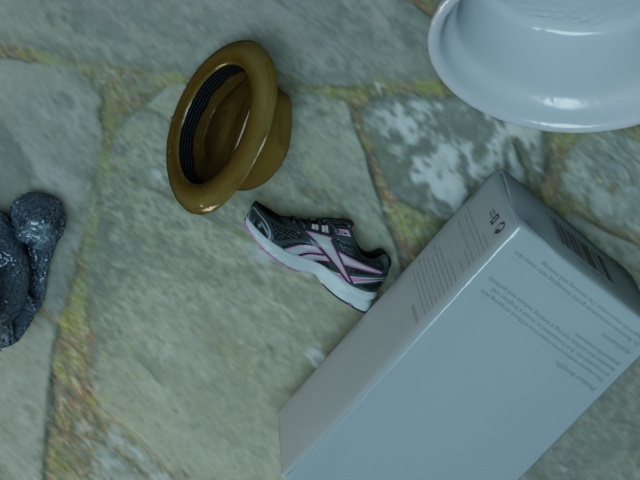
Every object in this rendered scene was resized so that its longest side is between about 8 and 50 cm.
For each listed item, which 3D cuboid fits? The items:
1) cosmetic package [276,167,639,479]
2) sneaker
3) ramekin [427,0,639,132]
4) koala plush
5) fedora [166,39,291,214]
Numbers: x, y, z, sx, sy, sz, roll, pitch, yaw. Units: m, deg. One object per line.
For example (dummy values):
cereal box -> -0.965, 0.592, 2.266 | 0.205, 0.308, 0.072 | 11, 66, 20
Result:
cosmetic package -> 0.150, 0.145, 1.814 | 0.217, 0.156, 0.385 | 38, 108, -19
sneaker -> 0.000, 0.000, 1.854 | 0.178, 0.072, 0.077 | 31, 102, -17
ramekin -> 0.250, -0.236, 1.654 | 0.277, 0.135, 0.277 | 7, 150, 4
koala plush -> -0.398, 0.056, 1.822 | 0.196, 0.221, 0.203 | 10, 108, 2
fedora -> -0.087, -0.114, 1.797 | 0.079, 0.194, 0.194 | 16, 112, -38
